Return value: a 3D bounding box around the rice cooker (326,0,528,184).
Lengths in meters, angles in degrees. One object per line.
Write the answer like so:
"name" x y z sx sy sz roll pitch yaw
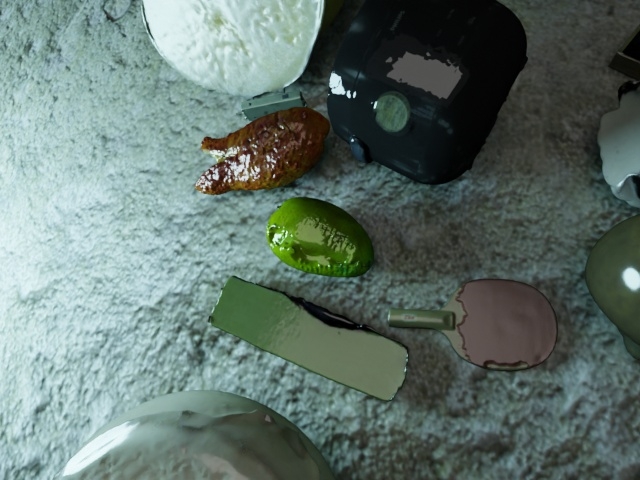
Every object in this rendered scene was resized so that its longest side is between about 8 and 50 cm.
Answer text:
"rice cooker" 0.151 -0.217 0.607 0.224 0.267 0.267 26 81 12

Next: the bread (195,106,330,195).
"bread" -0.111 -0.155 0.730 0.268 0.095 0.139 -8 65 15

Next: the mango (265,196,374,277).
"mango" 0.000 0.000 0.653 0.178 0.100 0.119 27 74 14

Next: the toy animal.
"toy animal" 0.498 -0.140 0.538 0.156 0.208 0.204 8 71 -21

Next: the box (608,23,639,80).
"box" 0.515 -0.291 0.651 0.083 0.035 0.079 38 85 21

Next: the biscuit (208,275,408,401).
"biscuit" -0.022 0.144 0.649 0.322 0.038 0.099 18 82 17

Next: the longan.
"longan" 0.418 0.061 0.507 0.159 0.185 0.204 -9 115 -15

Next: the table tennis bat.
"table tennis bat" 0.218 0.120 0.611 0.234 0.022 0.131 0 75 12

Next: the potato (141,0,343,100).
"potato" -0.089 -0.474 0.779 0.397 0.290 0.296 -23 31 44

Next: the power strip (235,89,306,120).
"power strip" -0.092 -0.247 0.774 0.136 0.051 0.019 -7 80 12

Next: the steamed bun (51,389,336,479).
"steamed bun" -0.140 0.368 0.502 0.374 0.241 0.374 -2 77 9
